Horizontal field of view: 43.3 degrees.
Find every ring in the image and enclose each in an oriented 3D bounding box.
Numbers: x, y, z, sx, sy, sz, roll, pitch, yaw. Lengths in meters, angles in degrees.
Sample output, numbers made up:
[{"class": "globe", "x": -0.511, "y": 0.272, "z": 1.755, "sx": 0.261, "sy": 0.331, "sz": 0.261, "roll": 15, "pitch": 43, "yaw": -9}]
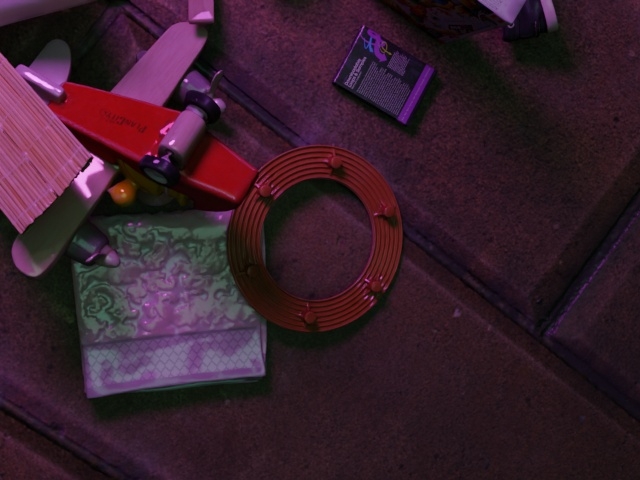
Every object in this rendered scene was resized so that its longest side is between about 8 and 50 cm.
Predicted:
[{"class": "ring", "x": 0.000, "y": 0.000, "z": 1.425, "sx": 0.337, "sy": 0.032, "sz": 0.336, "roll": -2, "pitch": 96, "yaw": -22}]

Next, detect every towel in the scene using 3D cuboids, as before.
[{"class": "towel", "x": -0.257, "y": 0.105, "z": 1.399, "sx": 0.332, "sy": 0.053, "sz": 0.317, "roll": -4, "pitch": 97, "yaw": -13}]

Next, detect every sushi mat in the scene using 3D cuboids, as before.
[{"class": "sushi mat", "x": -0.465, "y": -0.164, "z": 1.164, "sx": 0.151, "sy": 0.019, "sz": 0.316, "roll": -45, "pitch": 72, "yaw": 2}]

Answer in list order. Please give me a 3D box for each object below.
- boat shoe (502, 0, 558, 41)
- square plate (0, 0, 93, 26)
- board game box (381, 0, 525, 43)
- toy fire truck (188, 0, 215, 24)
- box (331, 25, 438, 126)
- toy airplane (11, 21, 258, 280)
[{"class": "boat shoe", "x": 0.310, "y": -0.511, "z": 1.423, "sx": 0.113, "sy": 0.127, "sz": 0.340, "roll": -21, "pitch": 104, "yaw": 14}, {"class": "square plate", "x": -0.516, "y": -0.467, "z": 1.128, "sx": 0.347, "sy": 0.049, "sz": 0.344, "roll": -13, "pitch": 102, "yaw": 9}, {"class": "board game box", "x": 0.186, "y": -0.406, "z": 1.309, "sx": 0.193, "sy": 0.305, "sz": 0.053, "roll": 31, "pitch": 91, "yaw": -13}, {"class": "toy fire truck", "x": -0.145, "y": -0.488, "z": 1.301, "sx": 0.217, "sy": 0.158, "sz": 0.246, "roll": 7, "pitch": 121, "yaw": 16}, {"class": "box", "x": 0.115, "y": -0.294, "z": 1.448, "sx": 0.162, "sy": 0.029, "sz": 0.116, "roll": 29, "pitch": 89, "yaw": -15}, {"class": "toy airplane", "x": -0.315, "y": -0.147, "z": 1.276, "sx": 0.386, "sy": 0.272, "sz": 0.384, "roll": -21, "pitch": 61, "yaw": -1}]
